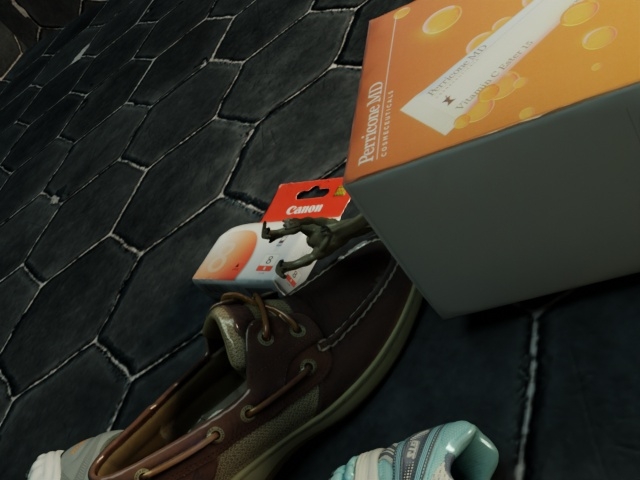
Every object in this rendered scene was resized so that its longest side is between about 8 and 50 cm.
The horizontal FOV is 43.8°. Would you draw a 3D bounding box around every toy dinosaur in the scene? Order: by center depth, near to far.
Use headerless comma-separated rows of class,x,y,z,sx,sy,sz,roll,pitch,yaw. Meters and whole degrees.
toy dinosaur,0.000,0.000,0.694,0.092,0.053,0.183,-11,-6,-24

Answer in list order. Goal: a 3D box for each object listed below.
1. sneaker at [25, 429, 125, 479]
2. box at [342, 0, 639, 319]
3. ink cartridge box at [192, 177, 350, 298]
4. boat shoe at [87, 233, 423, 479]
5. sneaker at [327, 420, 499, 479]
sneaker,-0.191,0.261,0.680,0.108,0.100,0.271,-31,34,0
box,0.213,-0.108,0.583,0.345,0.168,0.215,-18,41,27
ink cartridge box,-0.049,-0.013,0.904,0.145,0.045,0.179,-2,52,46
boat shoe,-0.048,0.101,0.675,0.342,0.123,0.123,-43,31,-13
sneaker,0.088,0.203,0.434,0.122,0.110,0.283,-34,33,7
